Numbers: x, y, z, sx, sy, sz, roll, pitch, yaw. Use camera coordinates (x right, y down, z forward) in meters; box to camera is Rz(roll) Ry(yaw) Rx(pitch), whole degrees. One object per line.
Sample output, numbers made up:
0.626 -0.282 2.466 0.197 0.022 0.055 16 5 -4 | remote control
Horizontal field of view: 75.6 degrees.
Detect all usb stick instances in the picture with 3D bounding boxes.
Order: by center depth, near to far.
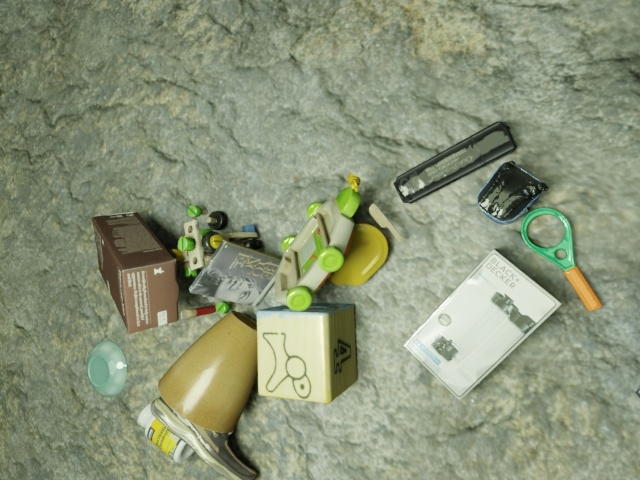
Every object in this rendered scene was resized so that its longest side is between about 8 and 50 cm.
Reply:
0.303 -0.174 0.946 0.278 0.045 0.077 -28 84 21 | usb stick

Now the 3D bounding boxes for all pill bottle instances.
-0.455 0.568 1.236 0.184 0.103 0.103 24 98 23 | pill bottle

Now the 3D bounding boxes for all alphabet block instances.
-0.029 0.260 1.003 0.192 0.193 0.197 -2 87 26 | alphabet block

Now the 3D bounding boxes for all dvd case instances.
-0.206 0.093 1.079 0.164 0.221 0.018 -52 48 14 | dvd case

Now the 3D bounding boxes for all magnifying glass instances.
0.505 0.037 0.859 0.092 0.026 0.231 -32 74 20 | magnifying glass

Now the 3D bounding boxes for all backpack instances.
0.397 -0.093 0.877 0.105 0.084 0.114 43 100 20 | backpack

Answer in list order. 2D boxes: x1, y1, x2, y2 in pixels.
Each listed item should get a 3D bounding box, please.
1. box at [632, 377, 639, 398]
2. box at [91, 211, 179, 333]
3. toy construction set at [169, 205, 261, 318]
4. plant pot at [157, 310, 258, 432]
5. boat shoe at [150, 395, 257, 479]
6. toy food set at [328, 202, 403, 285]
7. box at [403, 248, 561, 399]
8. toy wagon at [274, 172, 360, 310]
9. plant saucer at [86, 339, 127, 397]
0.680 0.214 0.693 0.142 0.163 0.247 35 102 25 | box
-0.531 0.073 1.172 0.381 0.143 0.191 31 124 45 | box
-0.329 0.067 1.123 0.257 0.237 0.309 12 94 24 | toy construction set
-0.256 0.328 1.107 0.237 0.237 0.254 32 86 22 | plant pot
-0.301 0.529 1.140 0.355 0.132 0.130 42 61 -1 | boat shoe
0.100 0.017 1.027 0.128 0.071 0.218 42 108 -5 | toy food set
0.340 0.176 0.892 0.169 0.087 0.290 45 106 19 | box
0.000 0.000 0.975 0.068 0.267 0.344 31 110 -22 | toy wagon
-0.744 0.443 1.411 0.195 0.037 0.195 -1 89 25 | plant saucer
